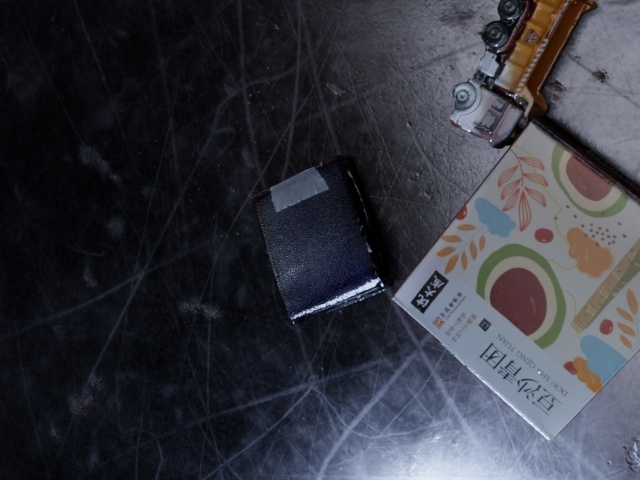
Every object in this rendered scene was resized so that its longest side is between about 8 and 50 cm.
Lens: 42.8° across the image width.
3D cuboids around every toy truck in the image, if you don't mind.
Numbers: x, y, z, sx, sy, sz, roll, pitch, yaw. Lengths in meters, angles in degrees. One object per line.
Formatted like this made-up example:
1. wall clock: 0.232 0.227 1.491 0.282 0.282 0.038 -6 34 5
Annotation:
1. toy truck: 0.320 -0.281 1.300 0.135 0.114 0.270 34 107 24

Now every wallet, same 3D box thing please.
1. wallet: 0.000 0.000 1.516 0.221 0.071 0.262 -24 82 31

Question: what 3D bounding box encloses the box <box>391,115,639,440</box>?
1. box: 0.368 0.057 1.307 0.344 0.122 0.385 42 112 15
